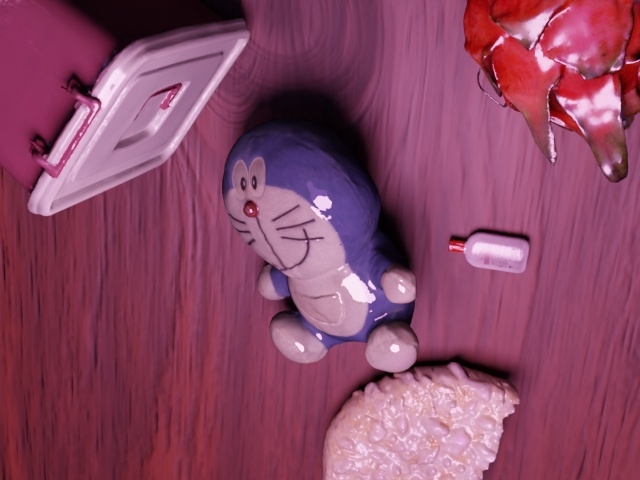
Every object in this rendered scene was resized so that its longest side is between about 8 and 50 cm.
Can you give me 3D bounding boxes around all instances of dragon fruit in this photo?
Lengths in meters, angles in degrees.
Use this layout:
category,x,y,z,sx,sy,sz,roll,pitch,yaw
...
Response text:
category,x,y,z,sx,sy,sz,roll,pitch,yaw
dragon fruit,0.230,-0.187,1.032,0.192,0.193,0.274,-26,108,-12

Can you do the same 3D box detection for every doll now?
category,x,y,z,sx,sy,sz,roll,pitch,yaw
doll,0.000,0.000,1.159,0.228,0.154,0.258,0,131,49

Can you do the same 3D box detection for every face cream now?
category,x,y,z,sx,sy,sz,roll,pitch,yaw
face cream,0.177,0.011,1.212,0.083,0.021,0.040,9,113,5

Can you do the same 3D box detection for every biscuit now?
category,x,y,z,sx,sy,sz,roll,pitch,yaw
biscuit,0.094,0.241,1.290,0.179,0.084,0.281,30,112,1

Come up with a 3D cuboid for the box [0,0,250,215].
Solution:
category,x,y,z,sx,sy,sz,roll,pitch,yaw
box,-0.213,-0.166,1.069,0.167,0.294,0.193,41,113,4
